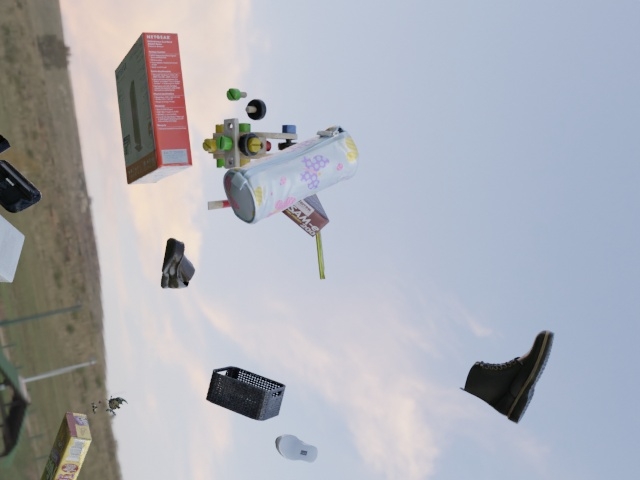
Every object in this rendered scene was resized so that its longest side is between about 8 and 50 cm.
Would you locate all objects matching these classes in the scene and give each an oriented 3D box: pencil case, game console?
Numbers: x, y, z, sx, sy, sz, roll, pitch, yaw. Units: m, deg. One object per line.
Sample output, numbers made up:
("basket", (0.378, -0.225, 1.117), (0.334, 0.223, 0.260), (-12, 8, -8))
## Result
("pencil case", (-0.053, -0.130, 1.338), (0.113, 0.273, 0.124), (54, -29, 14))
("game console", (-0.954, -0.192, 1.974), (0.361, 0.213, 0.044), (38, -27, 21))

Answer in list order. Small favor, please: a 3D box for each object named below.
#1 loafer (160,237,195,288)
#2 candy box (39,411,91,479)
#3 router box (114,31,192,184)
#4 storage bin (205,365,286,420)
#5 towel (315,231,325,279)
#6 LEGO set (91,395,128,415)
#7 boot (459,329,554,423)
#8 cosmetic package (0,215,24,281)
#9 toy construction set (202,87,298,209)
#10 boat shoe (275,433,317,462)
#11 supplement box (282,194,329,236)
("loafer", (-0.340, 0.057, 1.666), (0.220, 0.078, 0.080), (122, -25, -64))
("candy box", (-0.574, 0.496, 1.546), (0.109, 0.053, 0.186), (34, -75, 60))
("router box", (-0.407, -0.301, 1.653), (0.335, 0.082, 0.301), (-6, -89, 63))
("storage bin", (-0.198, 0.404, 1.831), (0.180, 0.122, 0.084), (14, -88, 23))
("towel", (0.000, 0.000, 2.212), (0.102, 0.021, 0.237), (-81, 167, -65))
("LEGO set", (-0.499, 0.386, 1.634), (0.023, 0.083, 0.054), (-116, -141, -67))
("boot", (0.375, 0.251, 1.389), (0.137, 0.077, 0.197), (26, -85, 26))
("cosmetic package", (-0.961, 0.015, 1.941), (0.183, 0.151, 0.151), (83, 12, -66))
("toy construction set", (-0.228, -0.210, 1.791), (0.257, 0.237, 0.308), (30, -67, 25))
("boat shoe", (-0.095, 0.695, 2.325), (0.076, 0.228, 0.080), (8, -106, 37))
("supplement box", (-0.064, -0.119, 2.018), (0.073, 0.130, 0.239), (-45, -153, 11))
